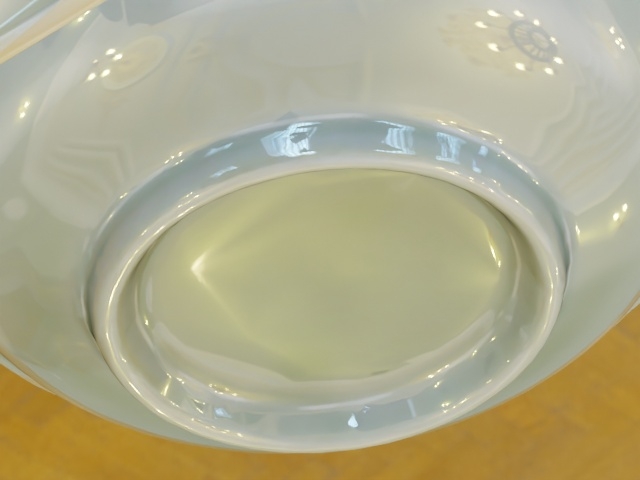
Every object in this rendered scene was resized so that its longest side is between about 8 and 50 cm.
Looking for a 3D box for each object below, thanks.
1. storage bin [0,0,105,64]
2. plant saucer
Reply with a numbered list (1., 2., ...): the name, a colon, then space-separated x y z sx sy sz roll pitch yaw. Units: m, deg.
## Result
1. storage bin: -0.192 -0.121 0.354 0.260 0.123 0.262 -22 115 25
2. plant saucer: 0.000 0.000 0.830 0.401 0.100 0.400 -4 139 -3
